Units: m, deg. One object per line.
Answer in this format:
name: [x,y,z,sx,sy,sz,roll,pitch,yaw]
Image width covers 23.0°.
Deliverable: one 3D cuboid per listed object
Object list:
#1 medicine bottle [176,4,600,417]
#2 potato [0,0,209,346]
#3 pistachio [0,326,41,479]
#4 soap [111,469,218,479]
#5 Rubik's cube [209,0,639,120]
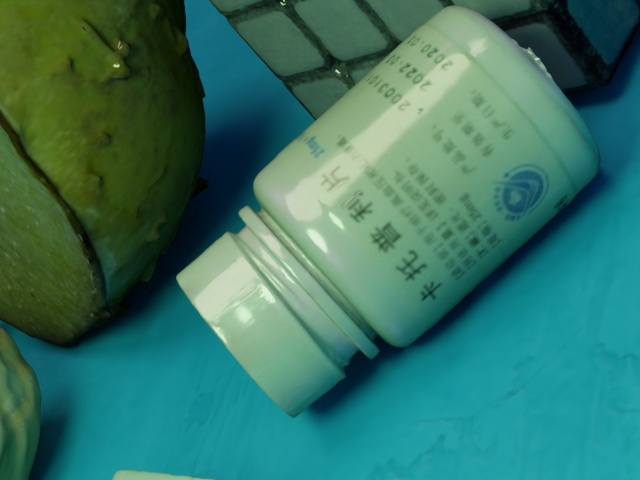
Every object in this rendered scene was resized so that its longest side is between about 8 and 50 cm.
medicine bottle: [0.045,-0.019,1.136,0.293,0.170,0.170,-41,28,0]
potato: [-0.244,-0.152,1.445,0.319,0.385,0.442,-49,-8,-24]
pistachio: [-0.362,0.201,1.316,0.318,0.193,0.214,-53,25,-14]
soap: [-0.139,0.285,1.027,0.160,0.087,0.265,-3,46,49]
Rubik's cube: [0.095,-0.328,1.330,0.344,0.344,0.337,-7,44,49]
